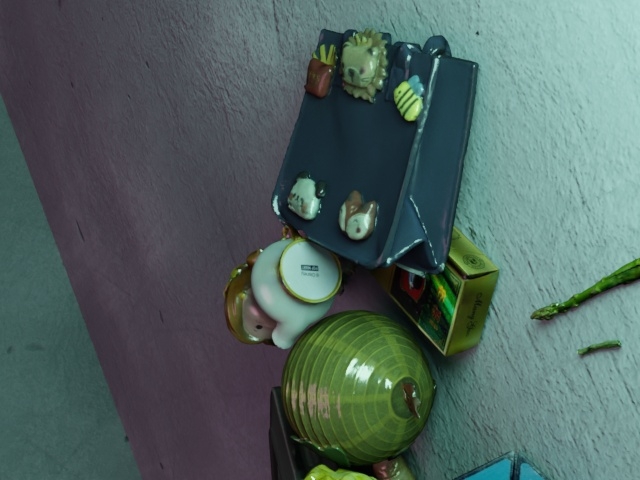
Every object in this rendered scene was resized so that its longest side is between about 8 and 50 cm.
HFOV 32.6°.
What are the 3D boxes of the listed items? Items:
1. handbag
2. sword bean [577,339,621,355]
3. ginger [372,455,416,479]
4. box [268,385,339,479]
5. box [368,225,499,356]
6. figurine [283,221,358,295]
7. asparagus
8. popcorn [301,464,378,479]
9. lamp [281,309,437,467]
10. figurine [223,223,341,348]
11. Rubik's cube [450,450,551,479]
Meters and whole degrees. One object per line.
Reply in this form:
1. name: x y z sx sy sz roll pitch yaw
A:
1. handbag: 0.070 -0.138 1.545 0.303 0.122 0.329 28 110 53
2. sword bean: 0.352 0.135 1.384 0.083 0.012 0.012 -32 78 63
3. ginger: 0.144 0.438 1.877 0.190 0.069 0.095 58 146 24
4. box: -0.014 0.518 2.024 0.396 0.111 0.396 -109 13 -48
5. box: 0.155 0.034 1.620 0.240 0.071 0.159 48 140 39
6. figurine: 0.000 -0.001 1.821 0.200 0.133 0.276 -117 23 -44
7. asparagus: 0.334 0.066 1.368 0.023 0.022 0.233 29 151 -13
8. popcorn: 0.032 0.457 1.651 0.266 0.192 0.233 91 -174 -53
9. lamp: 0.074 0.229 1.708 0.284 0.250 0.250 -2 104 55
10. figurine: -0.066 0.081 1.719 0.263 0.142 0.189 143 133 -60
11. Rubik's cube: 0.249 0.491 1.526 0.260 0.259 0.254 40 140 40
